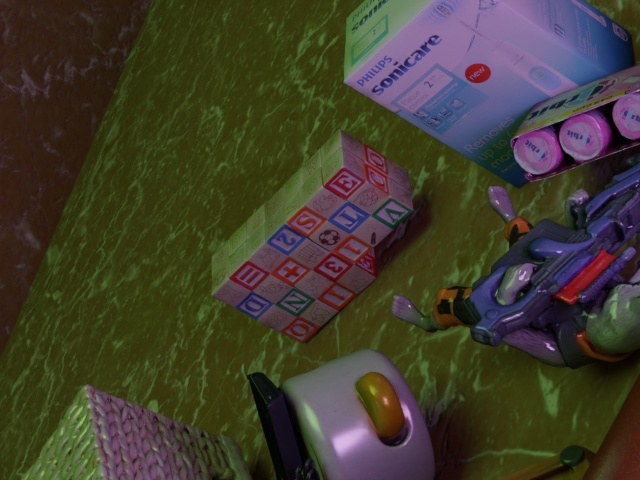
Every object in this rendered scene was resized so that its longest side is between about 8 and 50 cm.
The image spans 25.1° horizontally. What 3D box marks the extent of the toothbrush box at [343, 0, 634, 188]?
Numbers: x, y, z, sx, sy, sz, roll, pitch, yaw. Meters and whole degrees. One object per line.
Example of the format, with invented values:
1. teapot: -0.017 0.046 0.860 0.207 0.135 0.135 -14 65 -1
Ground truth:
1. toothbrush box: 0.207 -0.226 1.759 0.216 0.295 0.126 -38 34 37

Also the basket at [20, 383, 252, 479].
1. basket: -0.267 0.429 1.917 0.331 0.266 0.328 -56 26 14

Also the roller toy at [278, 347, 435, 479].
1. roller toy: 0.045 0.229 1.698 0.146 0.209 0.191 -21 27 -16

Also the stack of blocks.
1. stack of blocks: 0.000 0.000 2.046 0.297 0.171 0.087 -44 31 29

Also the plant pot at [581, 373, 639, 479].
1. plant pot: 0.353 0.172 1.171 0.265 0.272 0.272 -60 25 19

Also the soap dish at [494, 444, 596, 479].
1. soap dish: 0.203 0.336 1.323 0.228 0.118 0.291 -24 34 8

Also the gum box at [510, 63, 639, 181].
1. gum box: 0.315 -0.138 1.648 0.188 0.062 0.107 -20 17 35

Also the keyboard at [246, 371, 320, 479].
1. keyboard: -0.016 0.314 1.681 0.033 0.317 0.201 -19 22 -10

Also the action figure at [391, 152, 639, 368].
1. action figure: 0.277 0.035 1.602 0.341 0.179 0.330 -36 28 -17
